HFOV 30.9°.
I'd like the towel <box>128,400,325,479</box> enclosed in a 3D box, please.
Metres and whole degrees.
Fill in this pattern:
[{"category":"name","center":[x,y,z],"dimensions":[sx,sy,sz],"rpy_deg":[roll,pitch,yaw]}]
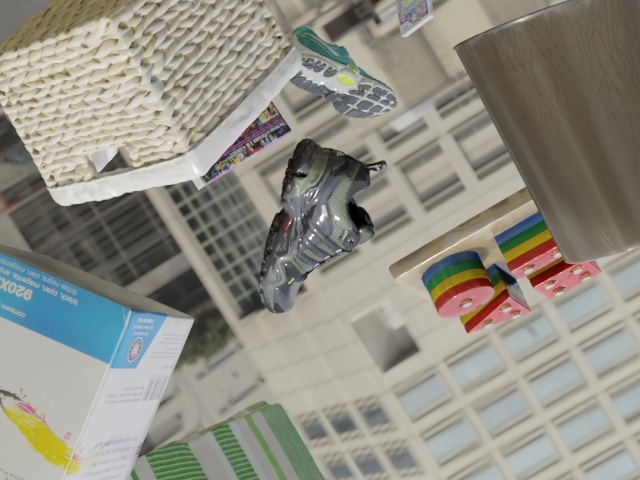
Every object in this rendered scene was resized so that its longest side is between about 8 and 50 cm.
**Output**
[{"category":"towel","center":[-0.114,0.368,1.599],"dimensions":[0.325,0.248,0.038],"rpy_deg":[-15,159,-50]}]

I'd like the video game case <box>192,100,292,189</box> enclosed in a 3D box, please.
[{"category":"video game case","center":[-0.198,-0.236,2.173],"dimensions":[0.232,0.210,0.042],"rpy_deg":[-36,-179,-34]}]

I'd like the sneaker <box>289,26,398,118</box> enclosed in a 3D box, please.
[{"category":"sneaker","center":[0.048,-0.319,2.191],"dimensions":[0.107,0.110,0.275],"rpy_deg":[-27,142,34]}]

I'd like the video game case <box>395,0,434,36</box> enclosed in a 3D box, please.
[{"category":"video game case","center":[0.134,-0.376,1.726],"dimensions":[0.011,0.122,0.087],"rpy_deg":[-6,171,-26]}]

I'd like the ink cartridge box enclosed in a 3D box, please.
[{"category":"ink cartridge box","center":[-0.252,0.141,1.027],"dimensions":[0.171,0.168,0.232],"rpy_deg":[31,81,-78]}]

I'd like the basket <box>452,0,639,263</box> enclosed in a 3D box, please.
[{"category":"basket","center":[0.254,-0.105,1.075],"dimensions":[0.204,0.227,0.154],"rpy_deg":[-20,-178,-16]}]

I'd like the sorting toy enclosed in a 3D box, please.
[{"category":"sorting toy","center":[0.271,0.044,1.693],"dimensions":[0.255,0.089,0.257],"rpy_deg":[-31,153,18]}]

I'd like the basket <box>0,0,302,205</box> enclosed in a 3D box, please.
[{"category":"basket","center":[-0.270,-0.258,1.729],"dimensions":[0.328,0.266,0.331],"rpy_deg":[-8,-146,39]}]

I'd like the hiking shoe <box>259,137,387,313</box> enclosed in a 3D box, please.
[{"category":"hiking shoe","center":[0.000,0.000,1.282],"dimensions":[0.086,0.114,0.227],"rpy_deg":[-83,-171,-53]}]
